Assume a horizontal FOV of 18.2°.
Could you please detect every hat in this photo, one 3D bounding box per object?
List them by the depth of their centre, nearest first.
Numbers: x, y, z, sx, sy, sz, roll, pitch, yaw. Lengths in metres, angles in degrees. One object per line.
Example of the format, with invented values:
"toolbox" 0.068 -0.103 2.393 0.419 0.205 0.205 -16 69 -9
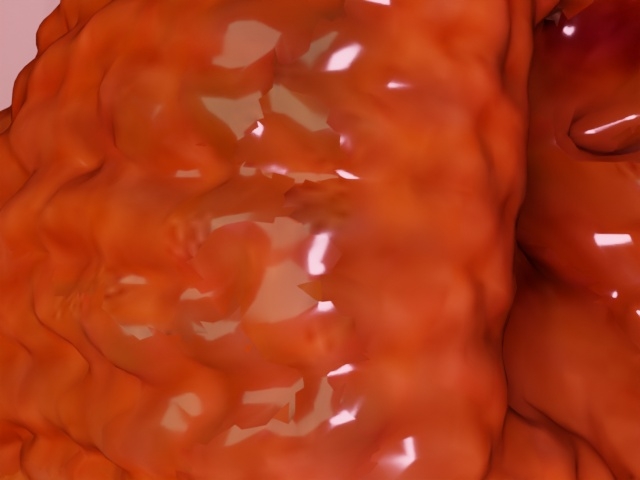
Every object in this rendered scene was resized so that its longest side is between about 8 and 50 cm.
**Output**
"hat" 0.000 0.000 0.637 0.400 0.285 0.285 -7 69 63
